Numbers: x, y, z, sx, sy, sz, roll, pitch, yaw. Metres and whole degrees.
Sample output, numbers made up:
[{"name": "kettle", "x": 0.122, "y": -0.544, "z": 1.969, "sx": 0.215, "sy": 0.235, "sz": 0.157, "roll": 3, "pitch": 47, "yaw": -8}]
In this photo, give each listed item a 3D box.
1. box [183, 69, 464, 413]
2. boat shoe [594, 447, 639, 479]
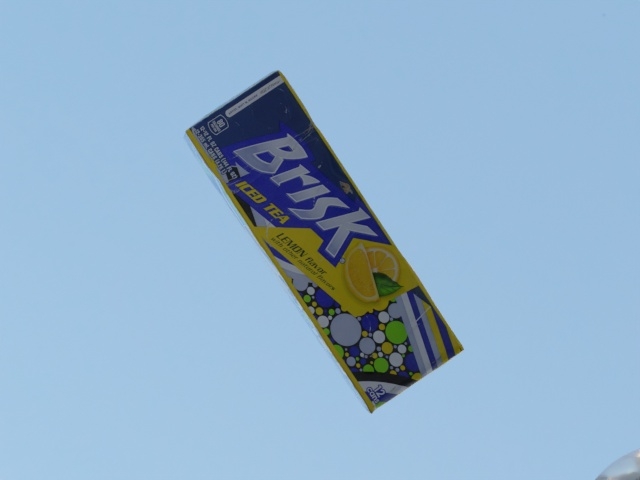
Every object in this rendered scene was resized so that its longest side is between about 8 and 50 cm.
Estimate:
[{"name": "box", "x": 0.000, "y": 0.000, "z": 0.813, "sx": 0.059, "sy": 0.054, "sz": 0.169, "roll": -34, "pitch": -86, "yaw": -5}, {"name": "boat shoe", "x": 0.271, "y": 0.140, "z": 0.763, "sx": 0.303, "sy": 0.091, "sz": 0.114, "roll": -10, "pitch": -66, "yaw": -19}]
